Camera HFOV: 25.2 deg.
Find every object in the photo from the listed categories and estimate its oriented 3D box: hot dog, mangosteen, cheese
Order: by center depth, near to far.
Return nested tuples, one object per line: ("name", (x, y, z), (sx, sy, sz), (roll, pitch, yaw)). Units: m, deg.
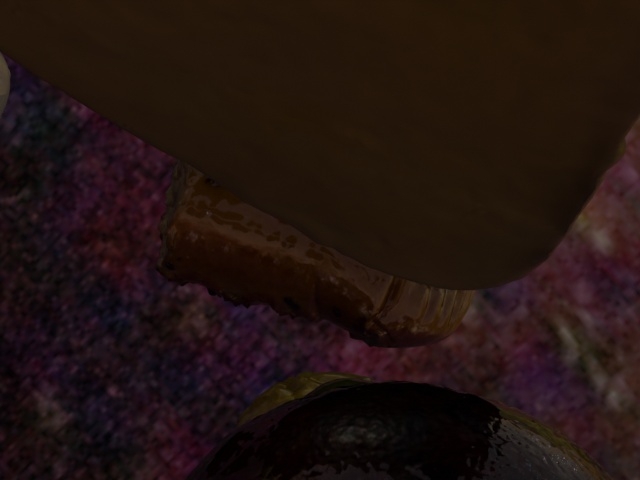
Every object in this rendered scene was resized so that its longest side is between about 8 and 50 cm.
("mangosteen", (0.027, 0.144, 0.556), (0.216, 0.216, 0.216), (30, 35, -25))
("cheese", (-0.025, -0.127, 0.602), (0.384, 0.384, 0.104), (29, 60, -26))
("hot dog", (0.000, 0.000, 1.615), (0.365, 0.196, 0.367), (18, 9, -4))

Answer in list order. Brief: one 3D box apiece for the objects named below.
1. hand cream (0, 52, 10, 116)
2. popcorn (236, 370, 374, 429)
("hand cream", (-0.388, -0.183, 1.216), (0.118, 0.186, 0.359), (14, -12, 18))
("popcorn", (0.023, 0.238, 1.319), (0.249, 0.225, 0.249), (60, 15, -28))
